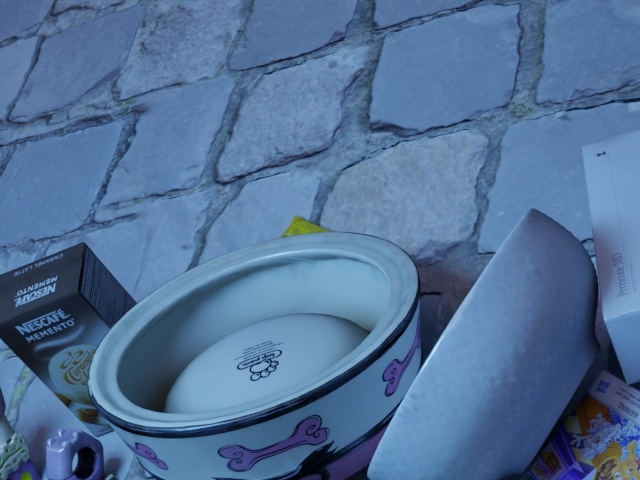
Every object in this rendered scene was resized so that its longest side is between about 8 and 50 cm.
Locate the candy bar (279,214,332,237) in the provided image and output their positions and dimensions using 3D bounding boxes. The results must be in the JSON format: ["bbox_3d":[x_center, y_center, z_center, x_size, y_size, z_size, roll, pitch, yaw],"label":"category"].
[{"bbox_3d":[0.000,0.000,2.136,0.040,0.018,0.161,-51,40,-13],"label":"candy bar"}]

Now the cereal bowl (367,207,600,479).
[{"bbox_3d":[0.193,0.143,1.635,0.141,0.339,0.339,32,68,11],"label":"cereal bowl"}]

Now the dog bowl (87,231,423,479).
[{"bbox_3d":[-0.060,0.155,1.834,0.408,0.150,0.408,-15,26,8],"label":"dog bowl"}]

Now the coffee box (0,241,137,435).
[{"bbox_3d":[-0.304,0.133,2.042,0.141,0.246,0.098,-22,39,18],"label":"coffee box"}]

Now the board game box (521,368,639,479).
[{"bbox_3d":[0.332,0.301,1.473,0.233,0.078,0.347,-53,39,-3],"label":"board game box"}]

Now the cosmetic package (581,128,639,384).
[{"bbox_3d":[0.435,-0.022,1.658,0.284,0.097,0.377,-15,28,14],"label":"cosmetic package"}]

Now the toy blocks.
[{"bbox_3d":[-0.485,0.277,1.969,0.309,0.260,0.288,1,31,38],"label":"toy blocks"}]

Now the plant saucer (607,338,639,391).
[{"bbox_3d":[0.462,0.105,1.646,0.317,0.044,0.318,-21,40,19],"label":"plant saucer"}]
